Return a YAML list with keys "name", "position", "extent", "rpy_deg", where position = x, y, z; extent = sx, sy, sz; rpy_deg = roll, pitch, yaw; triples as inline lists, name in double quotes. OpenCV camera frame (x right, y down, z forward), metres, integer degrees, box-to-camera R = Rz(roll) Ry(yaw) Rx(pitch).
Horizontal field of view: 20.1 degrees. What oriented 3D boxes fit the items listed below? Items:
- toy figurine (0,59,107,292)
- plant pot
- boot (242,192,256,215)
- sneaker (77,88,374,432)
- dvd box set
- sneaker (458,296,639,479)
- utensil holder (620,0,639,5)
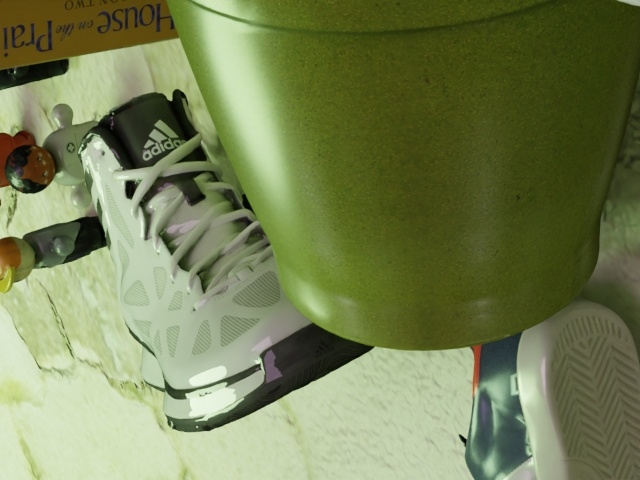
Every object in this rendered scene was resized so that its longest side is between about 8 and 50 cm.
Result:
- name: "toy figurine"
  position: [-0.312, -0.079, 1.843]
  extent: [0.209, 0.148, 0.213]
  rpy_deg: [50, 137, 25]
- name: "plant pot"
  position: [0.068, -0.129, 1.237]
  extent: [0.366, 0.366, 0.353]
  rpy_deg: [28, 138, 41]
- name: "boot"
  position: [0.000, 0.000, 1.570]
  extent: [0.198, 0.077, 0.137]
  rpy_deg: [67, 149, 24]
- name: "sneaker"
  position: [-0.115, 0.005, 1.522]
  extent: [0.257, 0.169, 0.447]
  rpy_deg: [66, 163, -9]
- name: "dvd box set"
  position: [-0.242, -0.218, 1.476]
  extent: [0.307, 0.420, 0.062]
  rpy_deg: [25, 121, 43]
- name: "sneaker"
  position: [0.182, 0.210, 1.396]
  extent: [0.148, 0.131, 0.350]
  rpy_deg: [7, 105, 57]
- name: "utensil holder"
  position: [0.280, -0.297, 0.835]
  extent: [0.327, 0.385, 0.327]
  rpy_deg: [23, 122, 44]
